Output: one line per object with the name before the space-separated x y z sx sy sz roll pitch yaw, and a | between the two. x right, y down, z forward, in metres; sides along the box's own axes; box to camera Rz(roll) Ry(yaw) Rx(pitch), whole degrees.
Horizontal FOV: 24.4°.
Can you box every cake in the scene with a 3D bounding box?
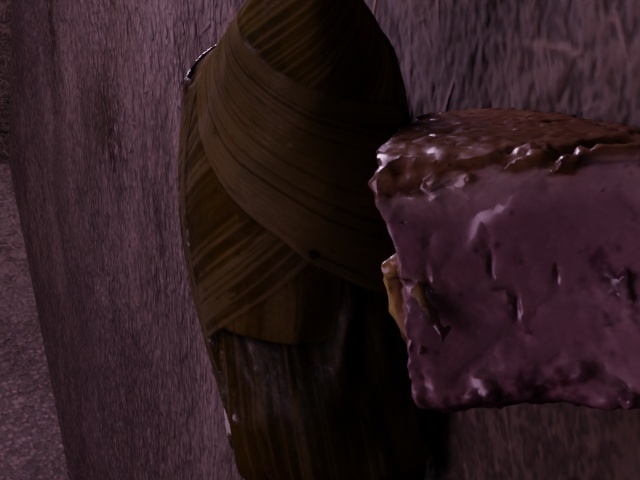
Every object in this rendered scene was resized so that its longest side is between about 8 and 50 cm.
cake | 0.065 0.000 0.649 0.295 0.112 0.116 -136 44 -83

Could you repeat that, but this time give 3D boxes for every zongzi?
zongzi | 0.000 0.000 0.772 0.288 0.134 0.286 135 125 -79
